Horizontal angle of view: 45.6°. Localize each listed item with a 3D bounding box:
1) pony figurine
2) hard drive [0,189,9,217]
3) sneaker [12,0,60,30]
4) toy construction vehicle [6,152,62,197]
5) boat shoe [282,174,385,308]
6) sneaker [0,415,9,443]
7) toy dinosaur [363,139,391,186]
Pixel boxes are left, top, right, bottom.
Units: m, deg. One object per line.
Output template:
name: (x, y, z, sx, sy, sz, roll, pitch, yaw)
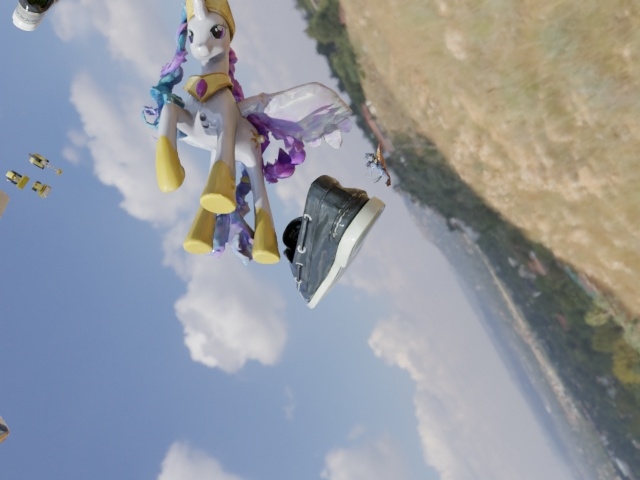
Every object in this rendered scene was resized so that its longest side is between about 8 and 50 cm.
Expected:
pony figurine: (-0.124, -0.154, 1.108, 0.351, 0.303, 0.363, 55, -150, -62)
hard drive: (-0.733, 0.047, 1.455, 0.040, 0.319, 0.210, 45, -173, -25)
sneaker: (-0.511, -0.468, 1.412, 0.063, 0.075, 0.170, 30, -121, -20)
toy construction vehicle: (-0.615, -0.143, 1.634, 0.098, 0.086, 0.035, 32, 167, 5)
boat shoe: (-0.002, 0.003, 1.139, 0.113, 0.127, 0.340, 36, 162, 5)
sneaker: (-0.801, 0.364, 1.621, 0.131, 0.112, 0.296, 48, 175, 32)
toy dinosaur: (0.121, -0.141, 1.500, 0.082, 0.090, 0.047, 22, -142, -37)
